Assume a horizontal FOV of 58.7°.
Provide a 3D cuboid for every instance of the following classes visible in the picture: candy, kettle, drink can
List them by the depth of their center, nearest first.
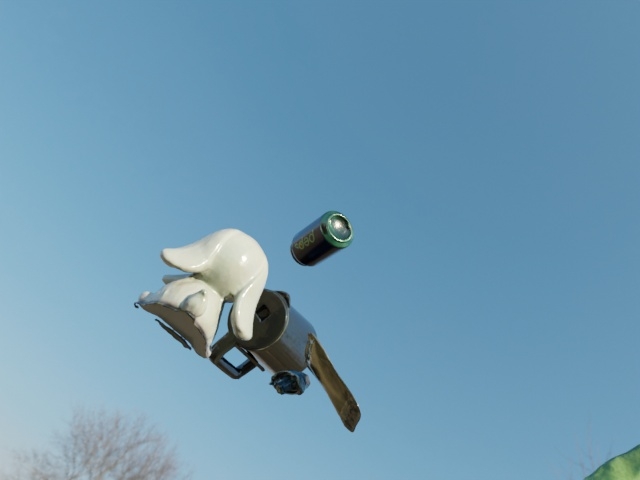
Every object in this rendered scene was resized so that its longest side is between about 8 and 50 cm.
[{"bbox_3d":[0.928,0.688,1.652,0.142,0.343,0.132,-125,-163,-54],"label":"candy"},{"bbox_3d":[0.000,0.000,1.662,0.118,0.118,0.205,43,-40,-12],"label":"drink can"},{"bbox_3d":[-0.169,0.275,1.665,0.261,0.203,0.308,-12,-26,9],"label":"kettle"}]

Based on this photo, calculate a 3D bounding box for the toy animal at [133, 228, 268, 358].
[{"bbox_3d":[-0.247,0.095,1.251,0.249,0.290,0.174,26,-31,-25],"label":"toy animal"}]

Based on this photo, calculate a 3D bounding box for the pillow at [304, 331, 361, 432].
[{"bbox_3d":[0.023,0.303,1.227,0.218,0.033,0.130,56,-28,30],"label":"pillow"}]

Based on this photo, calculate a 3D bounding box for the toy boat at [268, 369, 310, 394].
[{"bbox_3d":[-0.079,0.337,1.345,0.137,0.060,0.060,-11,-83,57],"label":"toy boat"}]
